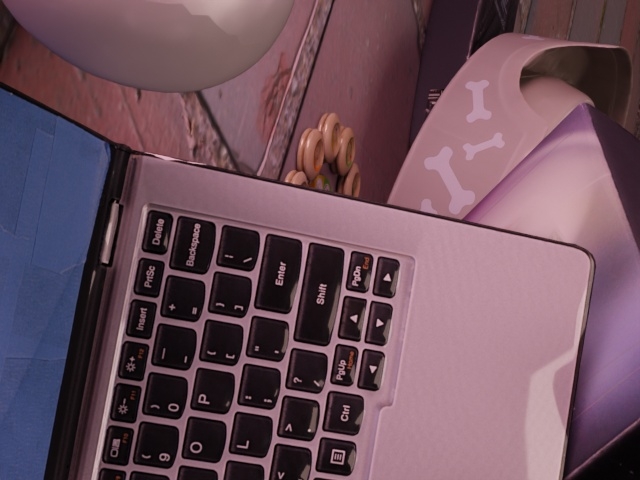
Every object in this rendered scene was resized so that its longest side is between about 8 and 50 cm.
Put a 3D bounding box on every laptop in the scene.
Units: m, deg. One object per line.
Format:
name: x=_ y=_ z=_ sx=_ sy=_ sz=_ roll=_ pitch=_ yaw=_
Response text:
laptop: x=-0.044 y=0.147 z=0.539 sx=0.236 sy=0.408 sz=0.382 roll=171 pitch=-71 yaw=-73

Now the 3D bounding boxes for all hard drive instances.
hard drive: x=0.140 y=-0.173 z=1.271 sx=0.172 sy=0.054 sz=0.254 roll=43 pitch=58 yaw=-69

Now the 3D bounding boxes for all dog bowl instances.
dog bowl: x=0.154 y=-0.022 z=1.172 sx=0.349 sy=0.102 sz=0.349 roll=-51 pitch=156 yaw=-33

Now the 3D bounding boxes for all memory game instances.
memory game: x=0.000 y=0.000 z=0.968 sx=0.186 sy=0.012 sz=0.186 roll=8 pitch=90 yaw=-73

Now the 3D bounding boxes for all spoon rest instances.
spoon rest: x=-0.060 y=-0.190 z=0.545 sx=0.084 sy=0.137 sz=0.276 roll=-19 pitch=-121 yaw=60

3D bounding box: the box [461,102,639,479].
box: x=0.153 y=0.121 z=0.880 sx=0.296 sy=0.183 sz=0.294 roll=-46 pitch=-156 yaw=26
